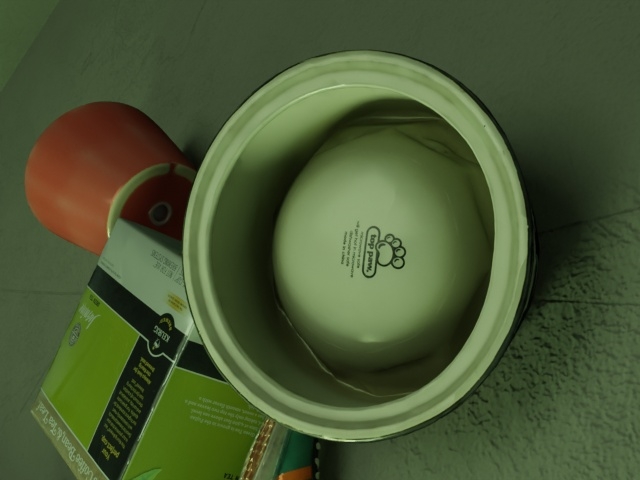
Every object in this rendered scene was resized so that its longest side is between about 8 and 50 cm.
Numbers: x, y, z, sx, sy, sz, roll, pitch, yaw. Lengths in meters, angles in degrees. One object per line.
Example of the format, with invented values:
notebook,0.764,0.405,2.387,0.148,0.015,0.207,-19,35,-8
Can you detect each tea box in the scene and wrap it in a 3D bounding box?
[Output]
tea box,-0.201,0.183,1.272,0.329,0.220,0.323,26,90,54

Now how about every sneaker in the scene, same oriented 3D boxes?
sneaker,-0.038,0.323,1.093,0.108,0.121,0.302,132,157,-62

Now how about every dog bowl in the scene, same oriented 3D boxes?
dog bowl,0.053,0.008,1.006,0.408,0.150,0.407,-3,85,29

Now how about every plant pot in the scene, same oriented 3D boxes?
plant pot,-0.330,-0.080,1.570,0.243,0.275,0.275,31,95,45
